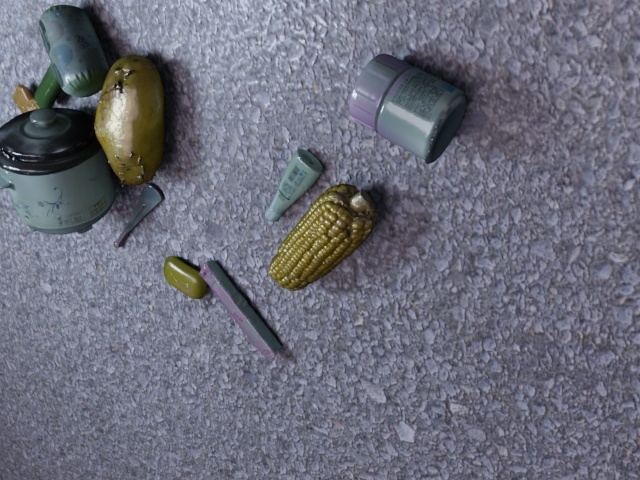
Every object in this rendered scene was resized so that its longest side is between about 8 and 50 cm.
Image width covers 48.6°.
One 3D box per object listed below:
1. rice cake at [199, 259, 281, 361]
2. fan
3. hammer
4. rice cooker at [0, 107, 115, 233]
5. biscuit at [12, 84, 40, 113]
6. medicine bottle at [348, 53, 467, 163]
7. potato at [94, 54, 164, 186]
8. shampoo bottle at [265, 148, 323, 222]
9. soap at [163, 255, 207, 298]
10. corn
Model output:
[{"bbox_3d":[-0.202,0.177,1.747,0.290,0.051,0.081,52,147,0],"label":"rice cake"},{"bbox_3d":[-0.477,-0.053,1.839,0.057,0.023,0.282,42,132,-2],"label":"fan"},{"bbox_3d":[-0.614,-0.396,1.686,0.335,0.118,0.207,-28,81,52],"label":"hammer"},{"bbox_3d":[-0.640,-0.180,1.712,0.264,0.316,0.317,46,137,37],"label":"rice cooker"},{"bbox_3d":[-0.749,-0.322,1.869,0.133,0.027,0.184,-6,118,49],"label":"biscuit"},{"bbox_3d":[0.148,-0.227,1.208,0.168,0.135,0.135,31,129,18],"label":"medicine bottle"},{"bbox_3d":[-0.426,-0.265,1.603,0.172,0.140,0.301,25,123,27],"label":"potato"},{"bbox_3d":[-0.063,-0.107,1.492,0.069,0.041,0.191,41,132,4],"label":"shampoo bottle"},{"bbox_3d":[-0.348,0.096,1.811,0.140,0.045,0.089,29,133,20],"label":"soap"},{"bbox_3d":[0.000,0.000,1.448,0.130,0.130,0.347,50,135,3],"label":"corn"}]
